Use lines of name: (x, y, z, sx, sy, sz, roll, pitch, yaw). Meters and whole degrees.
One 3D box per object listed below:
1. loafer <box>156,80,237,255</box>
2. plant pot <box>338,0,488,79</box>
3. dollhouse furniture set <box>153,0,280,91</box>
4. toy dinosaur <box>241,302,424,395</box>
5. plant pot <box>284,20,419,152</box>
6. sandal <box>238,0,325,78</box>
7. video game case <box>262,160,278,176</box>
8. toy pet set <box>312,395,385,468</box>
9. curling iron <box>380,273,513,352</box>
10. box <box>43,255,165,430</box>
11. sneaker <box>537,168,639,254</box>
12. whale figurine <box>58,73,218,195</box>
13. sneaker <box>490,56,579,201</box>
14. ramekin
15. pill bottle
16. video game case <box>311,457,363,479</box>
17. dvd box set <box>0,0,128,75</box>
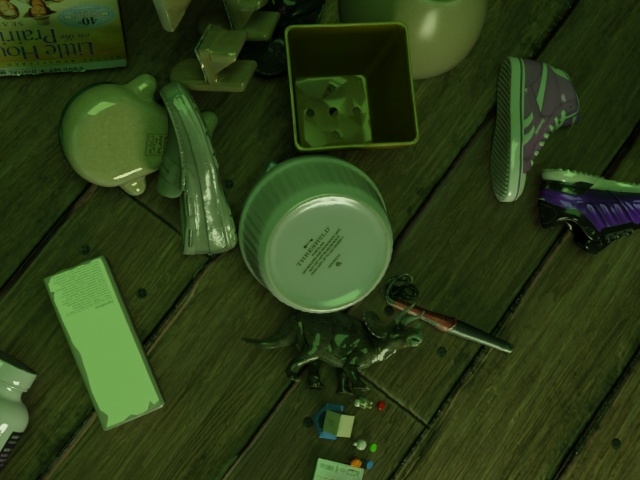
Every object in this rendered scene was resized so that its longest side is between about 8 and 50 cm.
loafer: (-0.224, -0.109, 1.465, 0.111, 0.112, 0.320, -16, 120, -7)
plant pot: (0.187, -0.458, 1.591, 0.284, 0.191, 0.284, 1, 83, -8)
dollhouse furniture set: (-0.218, -0.505, 1.413, 0.256, 0.362, 0.394, 7, 51, 17)
toy dinosaur: (0.018, 0.182, 1.548, 0.313, 0.121, 0.160, 9, 70, -3)
plant pot: (0.038, -0.251, 1.545, 0.212, 0.187, 0.212, -4, 85, -10)
sandal: (-0.036, -0.511, 1.602, 0.167, 0.107, 0.446, 25, 81, -6)
video game case: (-0.044, -0.056, 1.598, 0.166, 0.015, 0.119, 27, 80, -5)
toy pet set: (0.045, 0.336, 1.559, 0.114, 0.065, 0.122, 18, 83, -42)
curling iron: (0.237, 0.140, 1.611, 0.274, 0.035, 0.068, 28, 80, -5)
box: (-0.363, 0.171, 1.481, 0.113, 0.094, 0.275, -21, 88, -10)
sneaker: (0.546, -0.041, 1.657, 0.293, 0.102, 0.146, 11, 88, -4)
whale figurine: (-0.318, -0.188, 1.521, 0.271, 0.141, 0.216, -3, 114, -30)
sneaker: (0.413, -0.203, 1.647, 0.161, 0.102, 0.282, 10, 82, -11)
ramekin: (0.000, 0.000, 1.489, 0.272, 0.127, 0.273, -5, 113, -12)
pill bottle: (-0.589, 0.325, 1.384, 0.181, 0.181, 0.323, 30, 79, -5)
video game case: (0.022, 0.456, 1.554, 0.087, 0.011, 0.122, 15, 81, -8)
dvd box set: (-0.475, -0.415, 1.367, 0.307, 0.420, 0.062, -5, 63, -10)
